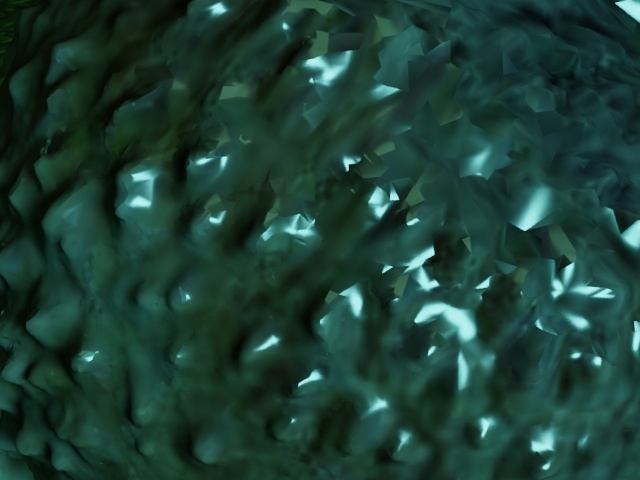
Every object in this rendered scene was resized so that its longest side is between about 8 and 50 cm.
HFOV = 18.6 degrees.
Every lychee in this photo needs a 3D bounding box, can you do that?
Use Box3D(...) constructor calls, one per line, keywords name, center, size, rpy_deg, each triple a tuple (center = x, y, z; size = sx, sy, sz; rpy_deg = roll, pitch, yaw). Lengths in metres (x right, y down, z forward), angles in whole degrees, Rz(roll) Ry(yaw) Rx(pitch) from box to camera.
Box3D(name="lychee", center=(0.034, 0.005, 0.623), size=(0.300, 0.300, 0.300), rpy_deg=(-6, 25, 3))

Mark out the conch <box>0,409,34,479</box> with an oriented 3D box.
Box3D(name="conch", center=(-0.138, 0.085, 0.696), size=(0.104, 0.094, 0.176), rpy_deg=(-40, 5, 28))
